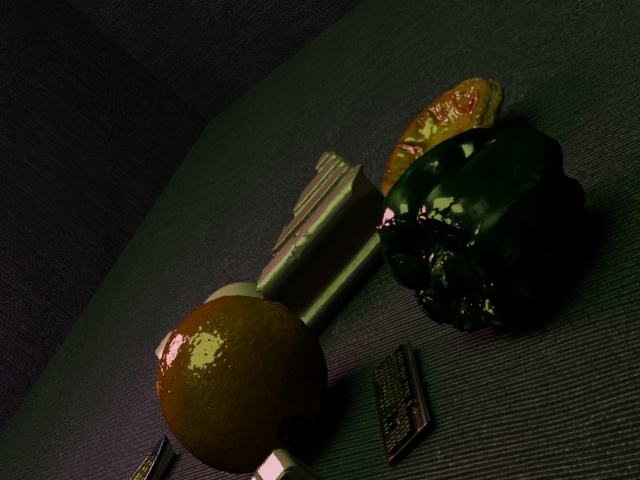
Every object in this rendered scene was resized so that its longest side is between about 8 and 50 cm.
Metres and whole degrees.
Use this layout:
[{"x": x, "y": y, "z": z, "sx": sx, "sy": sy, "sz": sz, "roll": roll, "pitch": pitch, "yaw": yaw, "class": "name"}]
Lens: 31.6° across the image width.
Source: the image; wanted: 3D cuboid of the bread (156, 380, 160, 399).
[{"x": -0.301, "y": 0.299, "z": 2.394, "sx": 0.103, "sy": 0.049, "sz": 0.062, "roll": -41, "pitch": 47, "yaw": 23, "class": "bread"}]

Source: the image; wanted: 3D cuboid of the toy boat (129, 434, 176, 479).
[{"x": -0.347, "y": 0.477, "z": 2.146, "sx": 0.229, "sy": 0.046, "sz": 0.080, "roll": -55, "pitch": 17, "yaw": -17, "class": "toy boat"}]

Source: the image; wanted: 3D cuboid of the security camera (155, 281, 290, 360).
[{"x": -0.161, "y": 0.182, "z": 2.074, "sx": 0.236, "sy": 0.194, "sz": 0.194, "roll": -47, "pitch": 17, "yaw": -4, "class": "security camera"}]

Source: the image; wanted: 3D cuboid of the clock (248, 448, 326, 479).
[{"x": -0.055, "y": 0.384, "z": 1.434, "sx": 0.197, "sy": 0.150, "sz": 0.063, "roll": -51, "pitch": 19, "yaw": -4, "class": "clock"}]

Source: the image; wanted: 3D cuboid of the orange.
[{"x": -0.123, "y": 0.223, "z": 1.757, "sx": 0.274, "sy": 0.274, "sz": 0.274, "roll": -44, "pitch": 18, "yaw": 18, "class": "orange"}]

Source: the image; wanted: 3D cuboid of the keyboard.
[{"x": 0.111, "y": 0.221, "z": 1.580, "sx": 0.094, "sy": 0.025, "sz": 0.230, "roll": -48, "pitch": 17, "yaw": 15, "class": "keyboard"}]

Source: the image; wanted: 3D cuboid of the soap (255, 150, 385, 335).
[{"x": 0.000, "y": 0.000, "z": 2.092, "sx": 0.302, "sy": 0.159, "sz": 0.258, "roll": -47, "pitch": 21, "yaw": 2, "class": "soap"}]

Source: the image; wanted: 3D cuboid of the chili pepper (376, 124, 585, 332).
[{"x": 0.221, "y": -0.024, "z": 1.508, "sx": 0.257, "sy": 0.233, "sz": 0.248, "roll": -47, "pitch": 31, "yaw": -21, "class": "chili pepper"}]

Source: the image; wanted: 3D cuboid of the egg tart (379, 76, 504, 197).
[{"x": 0.225, "y": -0.150, "z": 1.929, "sx": 0.295, "sy": 0.116, "sz": 0.295, "roll": -42, "pitch": 20, "yaw": 19, "class": "egg tart"}]
